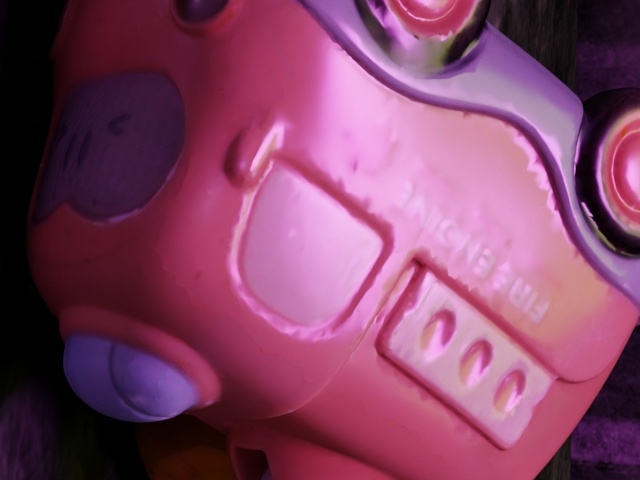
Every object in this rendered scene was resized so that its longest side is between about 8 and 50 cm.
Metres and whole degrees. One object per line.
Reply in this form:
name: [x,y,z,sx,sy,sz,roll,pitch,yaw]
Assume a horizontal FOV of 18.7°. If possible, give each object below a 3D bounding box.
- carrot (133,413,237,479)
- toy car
carrot: [-0.011,0.012,0.973,0.302,0.114,0.114,-76,162,-45]
toy car: [0.000,0.000,0.775,0.270,0.180,0.212,39,68,-28]
